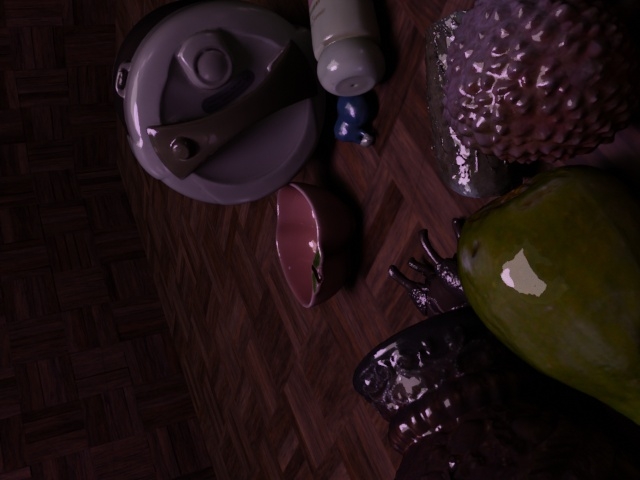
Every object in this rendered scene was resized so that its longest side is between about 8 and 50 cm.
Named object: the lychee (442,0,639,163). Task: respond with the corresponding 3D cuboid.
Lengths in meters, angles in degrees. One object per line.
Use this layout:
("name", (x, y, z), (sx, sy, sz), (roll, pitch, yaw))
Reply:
("lychee", (0.190, -0.147, 0.524), (0.197, 0.165, 0.165), (-35, 63, 27))

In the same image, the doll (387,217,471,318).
("doll", (0.163, 0.063, 0.796), (0.165, 0.057, 0.139), (62, 148, 23))

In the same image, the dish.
("dish", (0.000, 0.000, 1.078), (0.213, 0.091, 0.213), (171, 90, -68))

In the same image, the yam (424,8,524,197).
("yam", (0.160, -0.139, 0.663), (0.107, 0.107, 0.183), (19, 117, 62))

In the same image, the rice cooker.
("rice cooker", (-0.165, -0.233, 1.063), (0.325, 0.336, 0.334), (-141, 45, -60))

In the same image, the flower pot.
("flower pot", (0.162, 0.221, 0.625), (0.266, 0.267, 0.267), (111, 146, -49))

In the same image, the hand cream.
("hand cream", (0.026, -0.352, 0.898), (0.147, 0.093, 0.305), (140, 126, -63))

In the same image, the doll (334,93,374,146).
("doll", (0.051, -0.180, 0.943), (0.076, 0.051, 0.083), (49, 140, 41))

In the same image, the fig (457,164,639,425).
("fig", (0.212, 0.042, 0.538), (0.167, 0.167, 0.233), (110, 149, -48))
